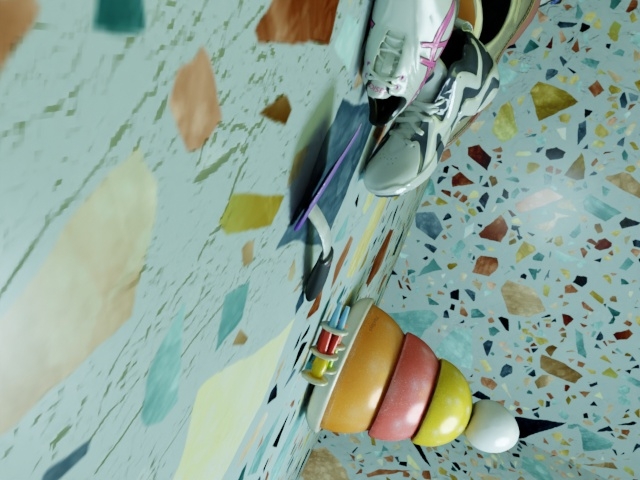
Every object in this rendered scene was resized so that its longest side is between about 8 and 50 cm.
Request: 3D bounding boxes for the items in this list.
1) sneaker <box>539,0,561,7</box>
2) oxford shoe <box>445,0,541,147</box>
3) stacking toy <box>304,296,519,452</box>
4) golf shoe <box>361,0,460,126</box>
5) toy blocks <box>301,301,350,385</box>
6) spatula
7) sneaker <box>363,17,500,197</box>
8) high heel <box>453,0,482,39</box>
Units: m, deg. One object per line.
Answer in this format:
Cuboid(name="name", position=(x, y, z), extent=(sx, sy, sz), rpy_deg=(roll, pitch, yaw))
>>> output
Cuboid(name="sneaker", position=(0.453, -0.595, 1.087), extent=(0.127, 0.182, 0.315), rpy_deg=(-51, 160, -60))
Cuboid(name="oxford shoe", position=(0.260, -0.326, 0.932), extent=(0.130, 0.123, 0.348), rpy_deg=(-14, 135, -52))
Cuboid(name="stacking toy", position=(0.234, 0.377, 1.211), extent=(0.350, 0.480, 0.350), rpy_deg=(23, 90, -78))
Cuboid(name="golf shoe", position=(0.073, -0.166, 0.447), extent=(0.086, 0.068, 0.186), rpy_deg=(-63, 169, -11))
Cuboid(name="toy blocks", position=(0.023, 0.179, 0.933), extent=(0.123, 0.054, 0.148), rpy_deg=(-11, 123, -76))
Cuboid(name="spatula", position=(0.000, 0.000, 0.529), extent=(0.084, 0.030, 0.296), rpy_deg=(-60, 167, -29))
Cuboid(name="sneaker", position=(0.121, -0.173, 0.635), extent=(0.235, 0.094, 0.153), rpy_deg=(-42, 143, 5))
Cuboid(name="high heel", position=(0.173, -0.279, 0.744), extent=(0.117, 0.082, 0.244), rpy_deg=(-101, -178, -46))
